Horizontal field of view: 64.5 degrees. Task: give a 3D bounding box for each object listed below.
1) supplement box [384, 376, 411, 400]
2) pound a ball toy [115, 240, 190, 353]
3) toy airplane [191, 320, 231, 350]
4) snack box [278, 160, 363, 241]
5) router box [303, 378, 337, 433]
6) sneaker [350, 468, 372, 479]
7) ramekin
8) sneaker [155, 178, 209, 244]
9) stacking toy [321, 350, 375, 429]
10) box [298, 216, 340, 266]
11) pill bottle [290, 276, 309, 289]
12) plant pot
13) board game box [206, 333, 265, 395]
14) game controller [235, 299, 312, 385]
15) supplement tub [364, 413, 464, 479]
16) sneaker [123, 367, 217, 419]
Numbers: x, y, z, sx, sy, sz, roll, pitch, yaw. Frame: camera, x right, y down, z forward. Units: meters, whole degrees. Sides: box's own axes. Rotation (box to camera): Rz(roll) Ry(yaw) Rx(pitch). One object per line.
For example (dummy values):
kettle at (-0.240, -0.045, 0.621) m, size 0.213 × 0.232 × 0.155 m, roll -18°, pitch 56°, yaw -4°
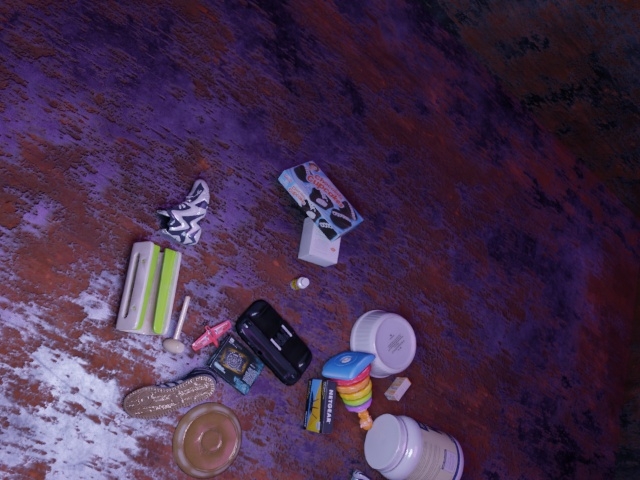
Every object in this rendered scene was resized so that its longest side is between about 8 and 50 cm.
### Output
supplement box at (0.312, 0.599, 2.052) m, size 0.098 × 0.062 × 0.036 m, roll -43°, pitch 103°, yaw -32°
pound a ball toy at (-0.524, 0.185, 1.606) m, size 0.208 × 0.136 × 0.319 m, roll 27°, pitch 63°, yaw -52°
toy airplane at (-0.355, 0.339, 1.715) m, size 0.151 × 0.028 × 0.151 m, roll 4°, pitch 80°, yaw -26°
snack box at (0.005, -0.157, 1.954) m, size 0.322 × 0.060 × 0.187 m, roll 50°, pitch 39°, yaw 8°
router box at (-0.002, 0.590, 1.816) m, size 0.046 × 0.133 × 0.178 m, roll 16°, pitch 71°, yaw -29°
sneaker at (0.191, 0.955, 1.896) m, size 0.224 × 0.083 × 0.098 m, roll 39°, pitch 73°, yaw -7°
ramekin at (0.261, 0.409, 2.025) m, size 0.273 × 0.127 × 0.272 m, roll 8°, pitch 74°, yaw -30°
sneaker at (-0.471, -0.112, 1.707) m, size 0.153 × 0.094 × 0.234 m, roll 19°, pitch 80°, yaw -36°
stacking toy at (0.138, 0.579, 1.912) m, size 0.175 × 0.166 × 0.301 m, roll -30°, pitch 107°, yaw -45°
box at (0.000, 0.000, 1.977) m, size 0.130 × 0.091 × 0.170 m, roll 20°, pitch 68°, yaw -27°
pill bottle at (-0.076, 0.160, 1.897) m, size 0.043 × 0.083 × 0.043 m, roll 8°, pitch 74°, yaw -30°
plant pot at (-0.358, 0.647, 1.642) m, size 0.236 × 0.032 × 0.236 m, roll 8°, pitch 76°, yaw -31°
board game box at (-0.284, 0.422, 1.718) m, size 0.186 × 0.026 × 0.126 m, roll 50°, pitch 58°, yaw -28°
game controller at (-0.160, 0.365, 1.823) m, size 0.319 × 0.067 × 0.166 m, roll 51°, pitch 44°, yaw -13°
supplement tub at (0.353, 0.808, 1.926) m, size 0.325 × 0.235 × 0.235 m, roll 30°, pitch 65°, yaw -23°
sneaker at (-0.458, 0.475, 1.592) m, size 0.282 × 0.153 × 0.099 m, roll -14°, pitch 89°, yaw -3°
